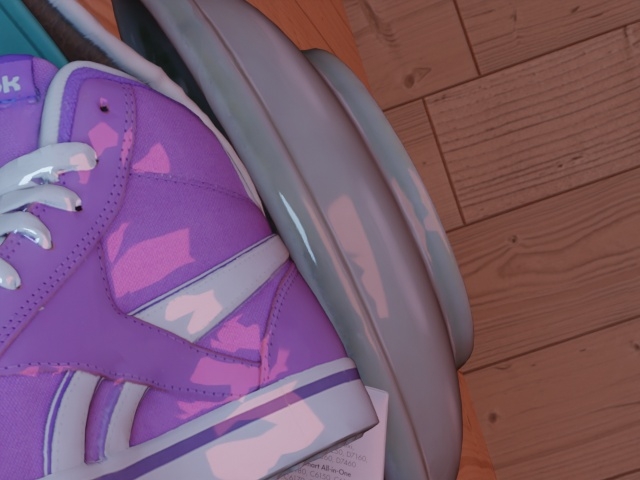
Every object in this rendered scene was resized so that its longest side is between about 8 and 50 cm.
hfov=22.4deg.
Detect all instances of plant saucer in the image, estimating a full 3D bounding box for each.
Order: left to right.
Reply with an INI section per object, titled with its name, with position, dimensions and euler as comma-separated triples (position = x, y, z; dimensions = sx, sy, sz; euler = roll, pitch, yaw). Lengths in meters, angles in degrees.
[plant saucer]
position = 0.000, 0.000, 0.975
dimensions = 0.400, 0.100, 0.400
euler = 62, -10, 19

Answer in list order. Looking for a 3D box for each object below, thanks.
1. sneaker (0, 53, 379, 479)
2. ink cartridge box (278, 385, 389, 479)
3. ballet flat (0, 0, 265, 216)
[sneaker]
position = -0.103, 0.028, 0.476
dimensions = 0.282, 0.102, 0.161
euler = -17, 82, -60
[ink cartridge box]
position = -0.017, 0.131, 0.773
dimensions = 0.104, 0.061, 0.181
euler = 133, -32, -53
[ballet flat]
position = -0.124, -0.048, 0.635
dimensions = 0.400, 0.139, 0.139
euler = 58, 15, -54
